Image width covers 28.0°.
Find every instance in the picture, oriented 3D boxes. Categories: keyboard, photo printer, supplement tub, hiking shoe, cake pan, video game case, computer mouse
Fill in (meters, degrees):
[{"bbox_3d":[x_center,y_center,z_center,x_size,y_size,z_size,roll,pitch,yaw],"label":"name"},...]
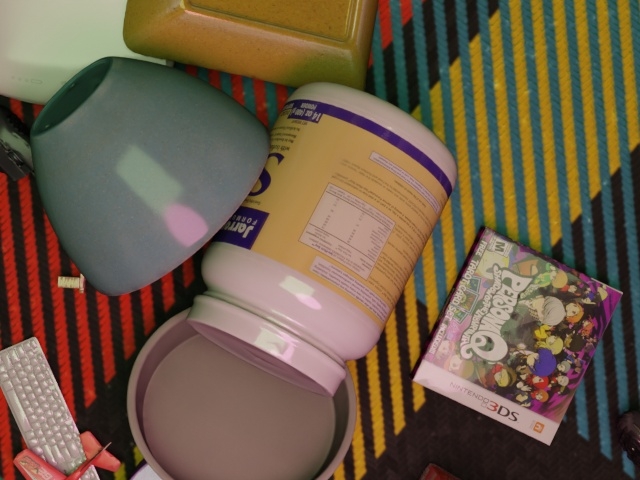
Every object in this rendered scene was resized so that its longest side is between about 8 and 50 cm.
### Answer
[{"bbox_3d":[-0.361,0.258,1.719,0.072,0.014,0.256,-23,93,-2],"label":"keyboard"},{"bbox_3d":[-0.315,-0.327,1.651,0.256,0.107,0.308,-2,92,-3],"label":"photo printer"},{"bbox_3d":[0.000,0.000,1.584,0.241,0.241,0.331,28,77,-3],"label":"supplement tub"},{"bbox_3d":[0.502,0.285,1.735,0.227,0.086,0.114,39,77,-9],"label":"hiking shoe"},{"bbox_3d":[-0.101,0.213,1.646,0.293,0.054,0.293,5,60,-8],"label":"cake pan"},{"bbox_3d":[0.262,0.127,1.727,0.210,0.042,0.232,26,91,-5],"label":"video game case"},{"bbox_3d":[-0.375,-0.080,1.673,0.071,0.041,0.242,-41,84,7],"label":"computer mouse"}]

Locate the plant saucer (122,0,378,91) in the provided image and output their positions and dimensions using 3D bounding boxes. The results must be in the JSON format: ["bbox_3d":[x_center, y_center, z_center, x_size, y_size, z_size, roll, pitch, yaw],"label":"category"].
[{"bbox_3d":[-0.058,-0.372,1.621,0.332,0.081,0.333,10,89,-20],"label":"plant saucer"}]

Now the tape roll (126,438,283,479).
[{"bbox_3d":[-0.140,0.391,1.696,0.274,0.090,0.275,0,93,-2],"label":"tape roll"}]

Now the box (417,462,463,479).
[{"bbox_3d":[0.141,0.467,1.685,0.154,0.142,0.300,31,91,-4],"label":"box"}]

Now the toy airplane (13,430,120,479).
[{"bbox_3d":[-0.330,0.315,1.702,0.151,0.028,0.151,0,95,1],"label":"toy airplane"}]

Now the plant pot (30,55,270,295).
[{"bbox_3d":[-0.233,-0.105,1.547,0.290,0.290,0.195,-44,115,0],"label":"plant pot"}]

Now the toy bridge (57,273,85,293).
[{"bbox_3d":[-0.312,-0.024,1.704,0.063,0.026,0.188,3,91,-3],"label":"toy bridge"}]
